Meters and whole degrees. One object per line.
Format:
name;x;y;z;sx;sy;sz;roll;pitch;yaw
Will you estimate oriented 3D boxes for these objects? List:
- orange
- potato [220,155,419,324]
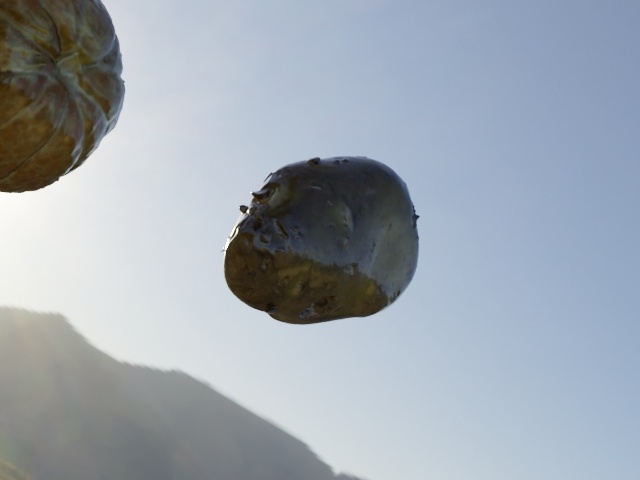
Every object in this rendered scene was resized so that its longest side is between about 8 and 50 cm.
orange;-0.413;-0.225;1.475;0.249;0.329;0.329;5;-28;40
potato;0.000;0.000;1.217;0.141;0.192;0.296;15;14;35
